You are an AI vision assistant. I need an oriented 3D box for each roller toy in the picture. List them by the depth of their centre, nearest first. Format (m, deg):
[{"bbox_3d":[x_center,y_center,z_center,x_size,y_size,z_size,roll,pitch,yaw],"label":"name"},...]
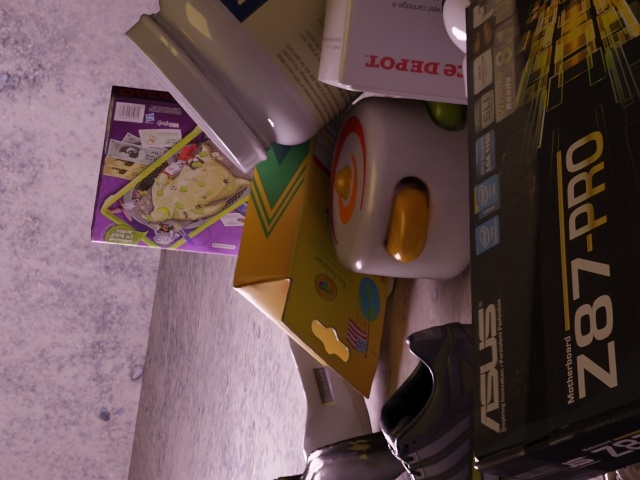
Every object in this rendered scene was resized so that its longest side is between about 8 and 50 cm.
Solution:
[{"bbox_3d":[0.086,-0.054,1.901,0.191,0.146,0.209,123,149,-63],"label":"roller toy"}]

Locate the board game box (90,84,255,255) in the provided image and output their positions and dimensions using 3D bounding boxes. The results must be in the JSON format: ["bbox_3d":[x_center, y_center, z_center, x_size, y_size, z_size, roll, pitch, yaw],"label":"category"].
[{"bbox_3d":[-0.108,-0.079,2.276,0.056,0.347,0.208,-112,31,-64],"label":"board game box"}]

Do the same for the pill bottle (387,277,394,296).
[{"bbox_3d":[0.041,0.017,2.198,0.137,0.078,0.078,-108,27,-57],"label":"pill bottle"}]

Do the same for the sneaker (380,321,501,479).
[{"bbox_3d":[0.113,0.206,1.752,0.111,0.121,0.300,-120,37,-67],"label":"sneaker"}]

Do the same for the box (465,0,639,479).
[{"bbox_3d":[0.230,-0.054,1.250,0.318,0.097,0.395,-32,51,54],"label":"box"}]

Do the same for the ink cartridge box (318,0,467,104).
[{"bbox_3d":[0.115,-0.275,1.753,0.115,0.198,0.273,-150,66,-75],"label":"ink cartridge box"}]

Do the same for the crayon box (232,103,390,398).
[{"bbox_3d":[0.000,0.000,2.023,0.202,0.081,0.318,45,-135,-45],"label":"crayon box"}]

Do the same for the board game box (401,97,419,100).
[{"bbox_3d":[0.121,-0.214,2.031,0.092,0.043,0.181,114,157,-53],"label":"board game box"}]

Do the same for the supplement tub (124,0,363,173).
[{"bbox_3d":[-0.024,-0.251,1.912,0.325,0.235,0.235,-41,16,-3],"label":"supplement tub"}]

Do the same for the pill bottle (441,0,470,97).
[{"bbox_3d":[0.179,-0.247,1.578,0.153,0.153,0.265,122,148,-61],"label":"pill bottle"}]

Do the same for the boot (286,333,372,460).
[{"bbox_3d":[0.032,0.185,2.201,0.123,0.095,0.258,-31,-65,-63],"label":"boot"}]

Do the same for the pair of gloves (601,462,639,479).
[{"bbox_3d":[0.256,0.158,1.283,0.204,0.042,0.240,105,154,-42],"label":"pair of gloves"}]

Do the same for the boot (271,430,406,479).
[{"bbox_3d":[0.043,0.352,2.047,0.338,0.118,0.223,-43,59,56],"label":"boot"}]
